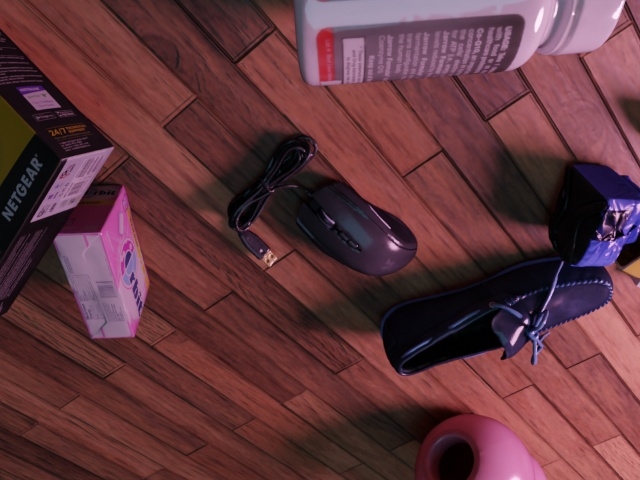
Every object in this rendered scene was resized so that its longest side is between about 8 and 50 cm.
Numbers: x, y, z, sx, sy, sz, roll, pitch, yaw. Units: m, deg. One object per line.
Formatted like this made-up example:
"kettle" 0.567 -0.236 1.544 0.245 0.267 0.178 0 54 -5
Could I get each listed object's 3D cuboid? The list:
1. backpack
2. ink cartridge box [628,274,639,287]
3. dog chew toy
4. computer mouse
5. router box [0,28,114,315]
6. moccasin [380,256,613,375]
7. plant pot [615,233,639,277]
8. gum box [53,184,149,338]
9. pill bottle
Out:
"backpack" 0.362 -0.023 0.752 0.101 0.098 0.120 4 126 -8
"ink cartridge box" 0.497 0.033 0.840 0.048 0.028 0.083 14 126 -12
"dog chew toy" 0.318 0.452 1.057 0.206 0.207 0.331 -34 129 22
"computer mouse" 0.000 0.000 0.784 0.184 0.060 0.262 -39 118 24
"router box" -0.403 -0.077 0.643 0.243 0.081 0.309 45 118 2
"moccasin" 0.263 0.131 0.853 0.341 0.117 0.138 -22 125 15
"plant pot" 0.443 0.004 0.788 0.083 0.082 0.081 28 122 -32
"gum box" -0.284 0.034 0.774 0.062 0.107 0.189 -2 127 0
"pill bottle" 0.116 -0.237 0.545 0.282 0.161 0.161 -4 127 1
